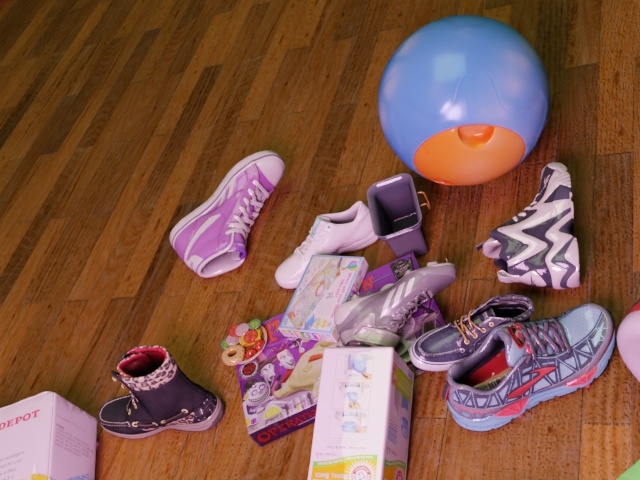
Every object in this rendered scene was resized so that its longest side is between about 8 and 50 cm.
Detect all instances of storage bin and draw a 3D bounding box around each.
[{"bbox_3d":[0.146,-0.036,1.381,0.098,0.091,0.135,-20,44,13],"label":"storage bin"}]

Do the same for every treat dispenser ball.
[{"bbox_3d":[0.242,-0.236,1.366,0.288,0.288,0.288,-16,44,17],"label":"treat dispenser ball"}]

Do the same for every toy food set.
[{"bbox_3d":[-0.128,0.169,1.335,0.083,0.020,0.082,-22,43,12],"label":"toy food set"}]

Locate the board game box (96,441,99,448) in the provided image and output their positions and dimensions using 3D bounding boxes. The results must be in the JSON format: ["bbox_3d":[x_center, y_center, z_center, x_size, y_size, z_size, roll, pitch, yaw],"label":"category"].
[{"bbox_3d":[-0.436,0.385,1.376,0.090,0.020,0.090,-5,49,25],"label":"board game box"}]

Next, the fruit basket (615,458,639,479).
[{"bbox_3d":[0.382,0.311,0.752,0.283,0.392,0.392,-38,42,-7],"label":"fruit basket"}]

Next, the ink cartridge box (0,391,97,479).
[{"bbox_3d":[-0.482,0.425,1.265,0.226,0.131,0.306,-20,48,14],"label":"ink cartridge box"}]

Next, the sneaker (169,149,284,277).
[{"bbox_3d":[-0.151,-0.041,1.563,0.282,0.102,0.161,-46,46,0],"label":"sneaker"}]

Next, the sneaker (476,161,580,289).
[{"bbox_3d":[0.321,-0.024,1.263,0.153,0.094,0.234,-5,58,15],"label":"sneaker"}]

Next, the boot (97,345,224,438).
[{"bbox_3d":[-0.296,0.244,1.307,0.237,0.178,0.085,-8,47,23],"label":"boot"}]

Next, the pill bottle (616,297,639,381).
[{"bbox_3d":[0.550,0.045,0.979,0.363,0.210,0.210,-47,44,-15],"label":"pill bottle"}]

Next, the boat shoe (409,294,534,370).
[{"bbox_3d":[0.215,0.126,1.146,0.183,0.083,0.065,-15,52,-14],"label":"boat shoe"}]

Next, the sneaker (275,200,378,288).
[{"bbox_3d":[0.000,0.000,1.430,0.212,0.094,0.080,-33,43,-1],"label":"sneaker"}]

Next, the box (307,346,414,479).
[{"bbox_3d":[0.059,0.261,1.104,0.103,0.114,0.203,-4,61,22],"label":"box"}]

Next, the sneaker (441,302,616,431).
[{"bbox_3d":[0.286,0.160,1.088,0.262,0.125,0.104,-33,43,-1],"label":"sneaker"}]

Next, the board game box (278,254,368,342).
[{"bbox_3d":[0.006,0.093,1.323,0.103,0.026,0.154,3,52,33],"label":"board game box"}]

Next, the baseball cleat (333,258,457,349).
[{"bbox_3d":[0.123,0.110,1.221,0.206,0.072,0.109,-26,56,14],"label":"baseball cleat"}]

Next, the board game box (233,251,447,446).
[{"bbox_3d":[0.029,0.170,1.290,0.347,0.056,0.208,-26,38,6],"label":"board game box"}]
